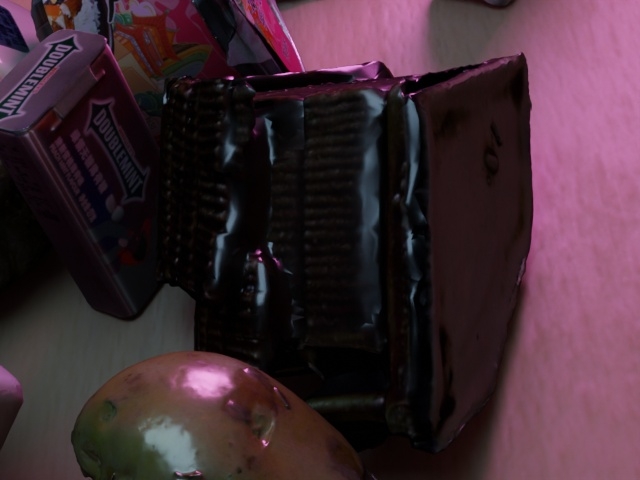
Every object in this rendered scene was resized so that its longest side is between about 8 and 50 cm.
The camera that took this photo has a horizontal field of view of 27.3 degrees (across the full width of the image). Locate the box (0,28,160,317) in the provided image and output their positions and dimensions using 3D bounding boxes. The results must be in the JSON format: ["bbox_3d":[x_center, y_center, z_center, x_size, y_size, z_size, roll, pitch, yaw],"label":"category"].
[{"bbox_3d":[-0.184,-0.050,1.085,0.069,0.224,0.120,14,55,32],"label":"box"}]

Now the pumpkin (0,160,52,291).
[{"bbox_3d":[-0.404,-0.040,1.137,0.325,0.242,0.232,11,45,31],"label":"pumpkin"}]

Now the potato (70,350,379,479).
[{"bbox_3d":[-0.043,0.182,0.842,0.165,0.262,0.165,-42,7,7],"label":"potato"}]

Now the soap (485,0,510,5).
[{"bbox_3d":[0.195,-0.390,1.309,0.095,0.173,0.289,17,56,30],"label":"soap"}]

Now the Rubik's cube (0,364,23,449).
[{"bbox_3d":[-0.464,0.147,0.832,0.347,0.346,0.344,32,98,34],"label":"Rubik's cube"}]

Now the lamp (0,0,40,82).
[{"bbox_3d":[-0.322,-0.166,1.248,0.108,0.246,0.179,-51,44,14],"label":"lamp"}]

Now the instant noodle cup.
[{"bbox_3d":[-0.146,-0.194,1.212,0.181,0.302,0.258,-29,83,9],"label":"instant noodle cup"}]

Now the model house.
[{"bbox_3d":[0.000,0.000,1.026,0.282,0.297,0.317,-4,85,26],"label":"model house"}]
